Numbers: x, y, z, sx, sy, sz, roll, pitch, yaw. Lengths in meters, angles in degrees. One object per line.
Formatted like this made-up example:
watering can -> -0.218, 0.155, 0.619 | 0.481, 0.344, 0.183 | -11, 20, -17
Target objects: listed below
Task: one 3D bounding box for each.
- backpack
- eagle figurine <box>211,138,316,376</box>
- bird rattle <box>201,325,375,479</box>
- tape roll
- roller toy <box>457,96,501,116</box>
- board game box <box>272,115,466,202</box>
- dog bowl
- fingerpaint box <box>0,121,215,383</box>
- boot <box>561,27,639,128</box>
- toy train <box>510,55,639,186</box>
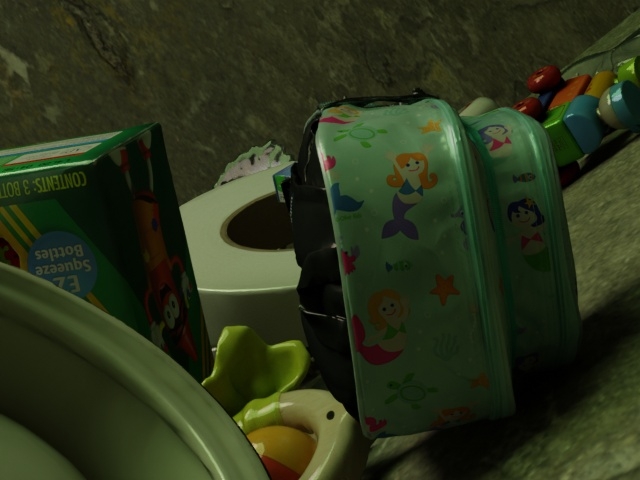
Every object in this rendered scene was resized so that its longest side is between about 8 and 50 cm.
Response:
backpack -> 0.067, 0.013, 1.010 | 0.191, 0.225, 0.253 | -8, 6, 4
eagle figurine -> -0.041, 0.047, 1.919 | 0.225, 0.226, 0.298 | -8, 36, 18
bird rattle -> -0.062, 0.177, 1.143 | 0.207, 0.143, 0.253 | -9, 28, 49
tape roll -> 0.000, 0.000, 1.675 | 0.392, 0.072, 0.392 | -11, 22, 4
roller toy -> 0.166, -0.080, 1.915 | 0.191, 0.146, 0.209 | -37, 3, 14
board game box -> 0.062, -0.090, 1.721 | 0.136, 0.035, 0.201 | 7, 28, 41
dog bowl -> -0.231, 0.166, 0.944 | 0.150, 0.408, 0.408 | -61, -5, 22
fingerpaint box -> -0.339, 0.112, 1.477 | 0.444, 0.371, 0.163 | -7, 14, 18
boot -> 0.344, -0.177, 1.939 | 0.246, 0.083, 0.161 | -38, 9, 42
toy train -> 0.321, -0.171, 1.779 | 0.143, 0.105, 0.248 | -23, 19, 35
